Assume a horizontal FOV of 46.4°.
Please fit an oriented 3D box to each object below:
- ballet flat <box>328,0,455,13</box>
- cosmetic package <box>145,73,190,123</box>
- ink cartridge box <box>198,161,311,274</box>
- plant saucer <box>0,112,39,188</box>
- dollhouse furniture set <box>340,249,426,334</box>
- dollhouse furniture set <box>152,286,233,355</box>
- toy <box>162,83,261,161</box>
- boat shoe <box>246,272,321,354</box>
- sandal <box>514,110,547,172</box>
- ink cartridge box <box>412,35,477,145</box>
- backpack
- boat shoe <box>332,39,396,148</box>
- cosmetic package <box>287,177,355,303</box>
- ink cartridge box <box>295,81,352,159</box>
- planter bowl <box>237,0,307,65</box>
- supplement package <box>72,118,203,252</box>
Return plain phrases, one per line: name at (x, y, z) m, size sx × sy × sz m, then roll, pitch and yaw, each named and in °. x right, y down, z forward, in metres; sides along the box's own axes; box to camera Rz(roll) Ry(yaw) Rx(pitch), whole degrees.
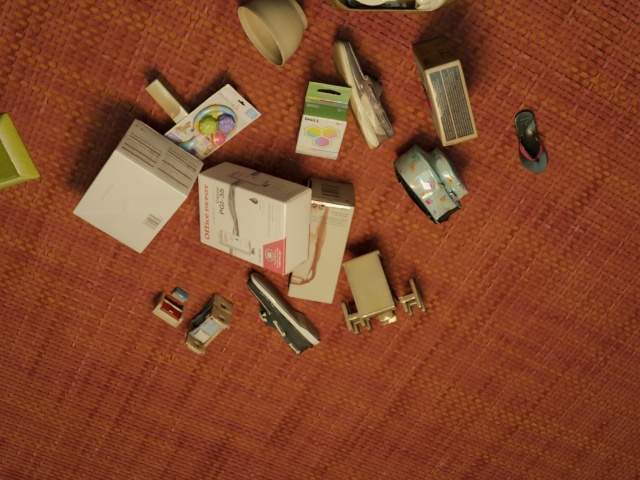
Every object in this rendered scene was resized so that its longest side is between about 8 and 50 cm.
ballet flat at (0.181, -0.573, 1.717) m, size 0.342 × 0.124 × 0.116 m, roll 0°, pitch 118°, yaw -2°
cosmetic package at (-0.378, -0.352, 1.854) m, size 0.041 × 0.060 × 0.115 m, roll -35°, pitch 112°, yaw 14°
ink cartridge box at (-0.170, -0.059, 1.902) m, size 0.283 × 0.117 × 0.207 m, roll 19°, pitch 122°, yaw 29°
plant saucer at (-0.854, -0.212, 1.923) m, size 0.188 × 0.045 × 0.188 m, roll -15°, pitch 117°, yaw 7°
dollhouse furniture set at (0.157, 0.142, 2.076) m, size 0.212 × 0.242 × 0.161 m, roll -20°, pitch 72°, yaw 9°
dollhouse furniture set at (-0.362, 0.206, 2.109) m, size 0.183 × 0.129 × 0.129 m, roll 37°, pitch 111°, yaw -19°
toy at (-0.276, -0.271, 1.878) m, size 0.237 × 0.056 × 0.137 m, roll -32°, pitch 141°, yaw 17°
boat shoe at (-0.121, 0.217, 2.132) m, size 0.091 × 0.114 × 0.302 m, roll -37°, pitch 112°, yaw 10°
sandal at (0.546, -0.249, 1.944) m, size 0.067 × 0.040 × 0.179 m, roll -20°, pitch 116°, yaw 9°
ink cartridge box at (0.293, -0.357, 1.772) m, size 0.088 × 0.235 × 0.193 m, roll -16°, pitch 116°, yaw 7°
backpack at (0.279, -0.158, 1.914) m, size 0.188 × 0.166 × 0.144 m, roll 40°, pitch 109°, yaw -23°
boat shoe at (0.110, -0.367, 1.843) m, size 0.092 × 0.103 × 0.285 m, roll -24°, pitch 113°, yaw -3°
cosmetic package at (0.000, 0.000, 2.001) m, size 0.129 × 0.153 × 0.296 m, roll 9°, pitch 116°, yaw -5°
ink cartridge box at (0.006, -0.291, 1.841) m, size 0.109 × 0.062 × 0.209 m, roll 9°, pitch 149°, yaw -6°
planter bowl at (-0.100, -0.505, 1.741) m, size 0.109 × 0.162 × 0.162 m, roll -41°, pitch 114°, yaw -12°
supplement package at (-0.458, -0.132, 1.882) m, size 0.204 × 0.145 × 0.262 m, roll 34°, pitch 130°, yaw -17°
